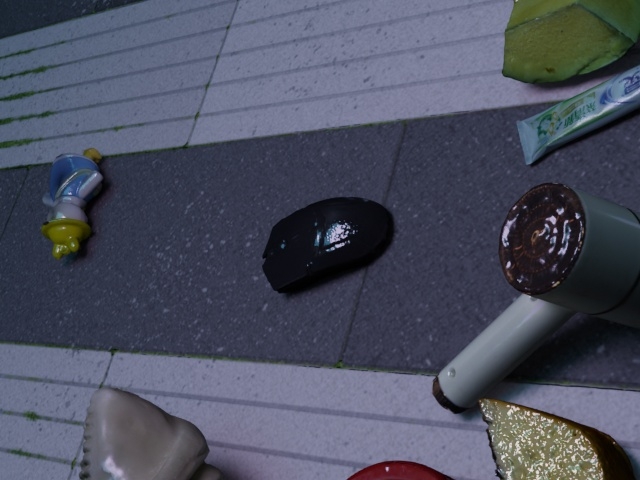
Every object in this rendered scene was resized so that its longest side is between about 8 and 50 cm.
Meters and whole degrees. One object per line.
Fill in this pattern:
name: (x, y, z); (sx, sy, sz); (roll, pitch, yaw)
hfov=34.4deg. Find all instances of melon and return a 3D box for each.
melon: (0.352, -0.375, 1.432); (0.196, 0.124, 0.323); (-9, 53, 36)

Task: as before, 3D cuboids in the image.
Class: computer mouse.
computer mouse: (0.000, 0.000, 1.535); (0.217, 0.073, 0.122); (-23, 52, 31)

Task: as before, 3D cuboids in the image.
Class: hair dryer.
hair dryer: (0.244, 0.096, 1.206); (0.362, 0.203, 0.128); (-50, 40, 32)

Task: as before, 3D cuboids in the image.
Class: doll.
doll: (-0.478, -0.076, 1.983); (0.135, 0.098, 0.241); (-2, 59, 2)

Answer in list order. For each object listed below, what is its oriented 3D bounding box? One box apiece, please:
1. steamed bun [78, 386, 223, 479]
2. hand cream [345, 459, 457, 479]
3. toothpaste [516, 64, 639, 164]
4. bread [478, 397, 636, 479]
steamed bun: (-0.208, 0.374, 1.366); (0.324, 0.220, 0.309); (-108, 26, -46)
hand cream: (0.105, 0.367, 1.158); (0.230, 0.149, 0.230); (-23, 48, 28)
toothpaste: (0.388, -0.187, 1.338); (0.297, 0.048, 0.074); (-26, 52, 32)
bread: (0.266, 0.265, 1.097); (0.134, 0.129, 0.260); (-28, 49, 16)
